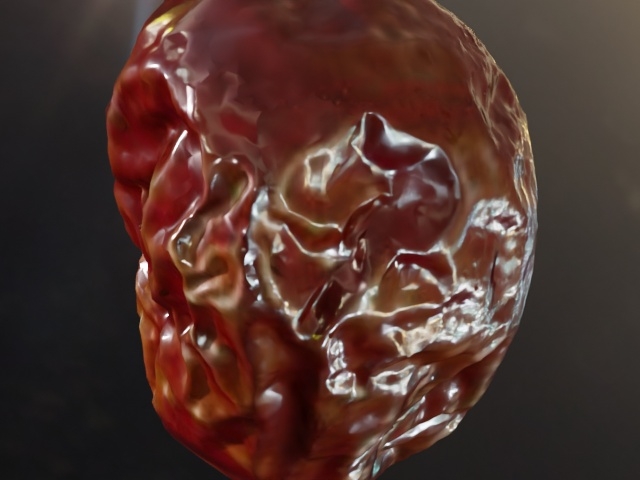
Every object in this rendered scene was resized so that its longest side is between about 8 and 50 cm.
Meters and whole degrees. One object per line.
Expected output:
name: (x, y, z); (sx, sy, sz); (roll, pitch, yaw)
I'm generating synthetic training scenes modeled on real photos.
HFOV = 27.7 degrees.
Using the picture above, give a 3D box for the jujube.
jujube: (0.001, -0.001, 0.845); (0.277, 0.376, 0.276); (3, -133, -3)
